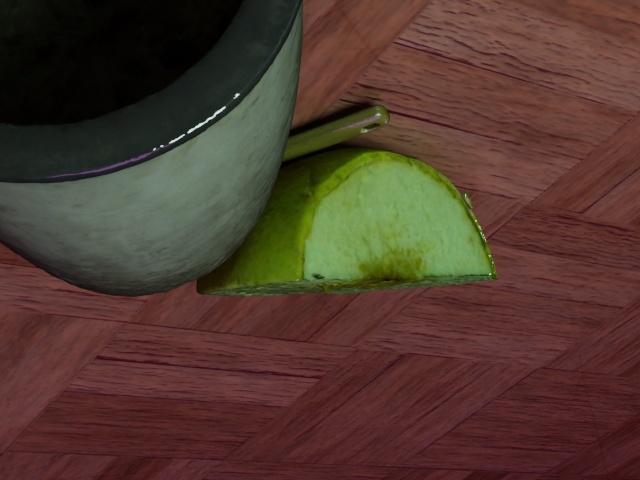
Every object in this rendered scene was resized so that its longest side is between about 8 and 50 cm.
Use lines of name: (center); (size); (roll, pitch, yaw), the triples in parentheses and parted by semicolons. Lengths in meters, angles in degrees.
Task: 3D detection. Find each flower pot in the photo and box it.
flower pot: (-0.151, -0.108, 0.892); (0.294, 0.293, 0.330); (-13, 157, -5)

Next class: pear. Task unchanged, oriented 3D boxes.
pear: (-0.003, -0.004, 1.293); (0.288, 0.139, 0.239); (1, 165, -43)

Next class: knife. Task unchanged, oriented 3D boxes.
knife: (-0.101, -0.070, 1.227); (0.343, 0.027, 0.061); (-19, 159, 12)
